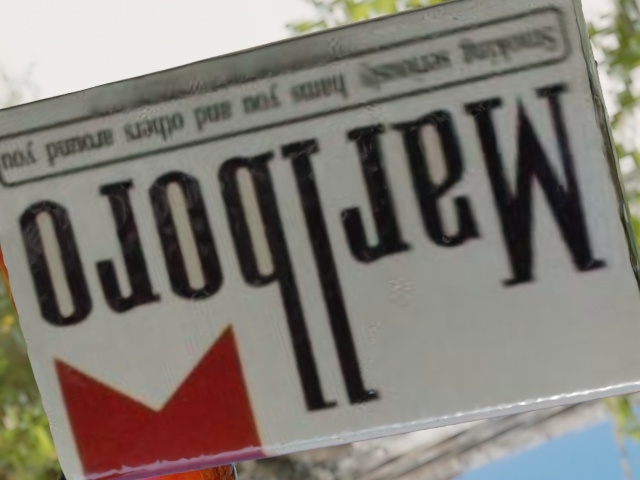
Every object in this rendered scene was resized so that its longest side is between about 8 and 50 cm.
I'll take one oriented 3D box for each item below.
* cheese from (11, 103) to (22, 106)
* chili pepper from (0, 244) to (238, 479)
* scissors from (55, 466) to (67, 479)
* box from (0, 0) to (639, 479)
[{"bbox_3d":[-0.267,-0.032,1.190,0.202,0.175,0.091,-19,162,28],"label":"cheese"},{"bbox_3d":[-0.100,0.120,0.974,0.092,0.137,0.368,-37,152,-32],"label":"chili pepper"},{"bbox_3d":[-0.107,0.143,0.722,0.383,0.029,0.256,116,-7,-55],"label":"scissors"},{"bbox_3d":[0.000,0.000,0.532,0.177,0.115,0.036,-11,-173,16],"label":"box"}]
